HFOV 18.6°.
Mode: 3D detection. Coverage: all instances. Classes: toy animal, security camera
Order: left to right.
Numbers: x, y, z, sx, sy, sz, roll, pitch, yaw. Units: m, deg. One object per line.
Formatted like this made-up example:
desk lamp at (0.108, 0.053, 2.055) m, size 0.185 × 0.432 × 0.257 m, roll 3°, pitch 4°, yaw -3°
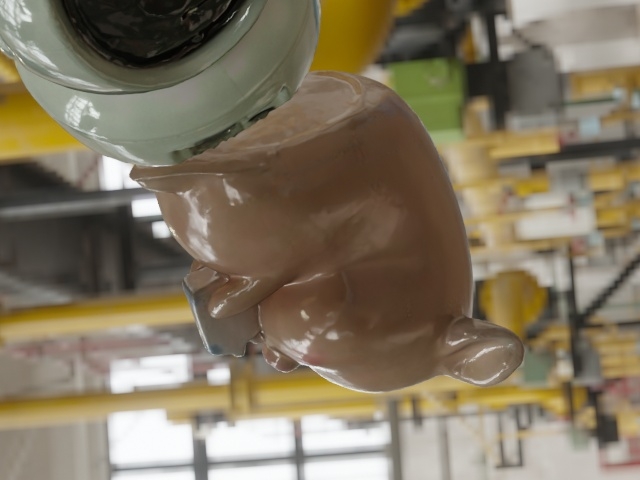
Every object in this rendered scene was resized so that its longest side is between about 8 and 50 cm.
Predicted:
security camera at (-0.111, -0.170, 1.089) m, size 0.236 × 0.194 × 0.194 m, roll 64°, pitch -157°, yaw -62°
toy animal at (0.000, 0.004, 1.403) m, size 0.256 × 0.213 × 0.195 m, roll 68°, pitch 172°, yaw -28°
